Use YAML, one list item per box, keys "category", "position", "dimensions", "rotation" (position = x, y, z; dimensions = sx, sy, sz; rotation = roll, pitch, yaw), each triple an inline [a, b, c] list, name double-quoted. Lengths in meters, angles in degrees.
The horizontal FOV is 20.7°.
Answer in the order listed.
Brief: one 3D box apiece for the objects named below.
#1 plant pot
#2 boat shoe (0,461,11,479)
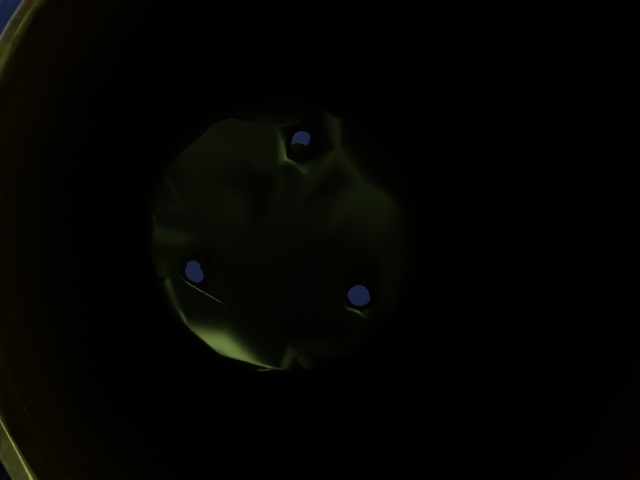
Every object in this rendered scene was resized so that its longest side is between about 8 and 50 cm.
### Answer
- category: "plant pot"
  position: [0.000, 0.000, 0.546]
  dimensions: [0.215, 0.215, 0.230]
  rotation: [-52, 7, -4]
- category: "boat shoe"
  position: [-0.148, 0.205, 0.571]
  dimensions: [0.355, 0.130, 0.132]
  rotation: [-62, 20, -15]
